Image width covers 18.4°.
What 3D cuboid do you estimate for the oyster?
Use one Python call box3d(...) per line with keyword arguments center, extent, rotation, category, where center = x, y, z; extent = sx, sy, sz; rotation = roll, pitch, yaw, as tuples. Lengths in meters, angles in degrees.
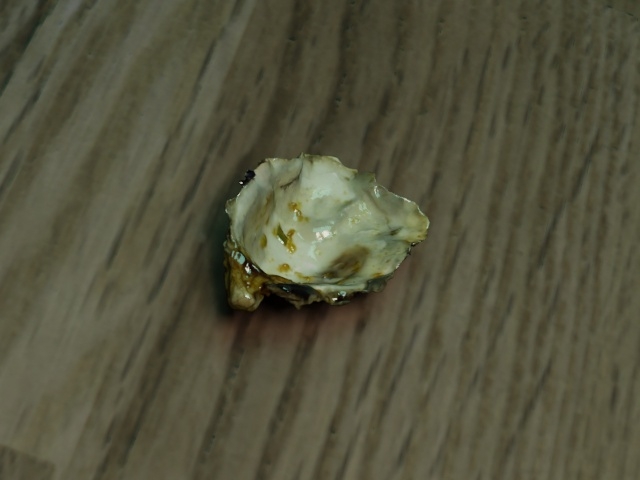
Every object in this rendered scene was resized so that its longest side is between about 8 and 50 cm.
box3d(center=(-0.009, 0.001, 1.076), extent=(0.103, 0.051, 0.148), rotation=(41, 34, 21), category="oyster")
